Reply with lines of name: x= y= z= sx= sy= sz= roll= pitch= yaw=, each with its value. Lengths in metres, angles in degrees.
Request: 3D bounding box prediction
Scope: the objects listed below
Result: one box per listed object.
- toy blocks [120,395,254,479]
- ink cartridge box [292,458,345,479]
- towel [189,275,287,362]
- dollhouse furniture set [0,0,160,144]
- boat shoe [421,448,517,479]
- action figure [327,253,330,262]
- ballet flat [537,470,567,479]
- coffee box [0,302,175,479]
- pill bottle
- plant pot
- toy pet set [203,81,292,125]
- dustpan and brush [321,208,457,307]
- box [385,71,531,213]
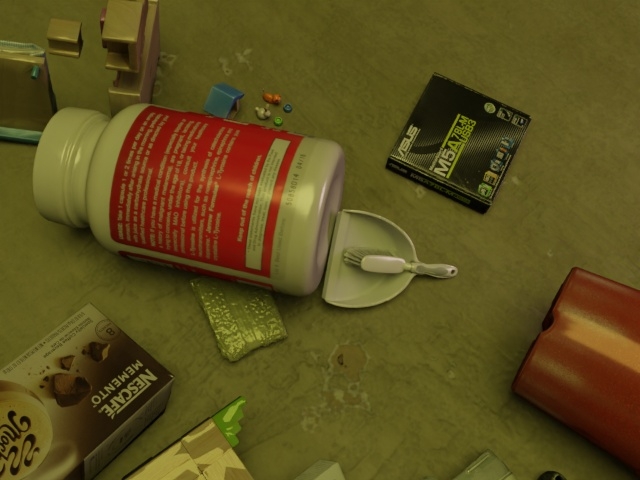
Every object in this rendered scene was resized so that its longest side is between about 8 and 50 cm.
toy blocks: x=-0.185 y=0.417 z=1.027 sx=0.381 sy=0.191 sz=0.260 roll=-35 pitch=86 yaw=-15
ink cartridge box: x=-0.025 y=0.425 z=0.998 sx=0.224 sy=0.045 sz=0.223 roll=-29 pitch=101 yaw=-36
towel: x=-0.122 y=0.101 z=1.218 sx=0.110 sy=0.027 sz=0.148 roll=-23 pitch=71 yaw=-13
dollhouse furniture set: x=-0.411 y=-0.303 z=1.224 sx=0.304 sy=0.286 sz=0.198 roll=6 pitch=62 yaw=-7
boat shoe: x=0.165 y=0.362 z=1.108 sx=0.228 sy=0.079 sz=0.081 roll=-24 pitch=63 yaw=-24
action figure: x=0.000 y=0.000 z=1.265 sx=0.038 sy=0.030 sz=0.115 roll=-38 pitch=75 yaw=-12
ballet flat: x=0.342 y=0.406 z=1.117 sx=0.058 sy=0.049 sz=0.173 roll=-16 pitch=70 yaw=-9
coffee box: x=-0.354 y=0.242 z=1.045 sx=0.168 sy=0.118 sz=0.297 roll=39 pitch=49 yaw=12
pill bottle: x=-0.184 y=-0.069 z=1.164 sx=0.408 sy=0.229 sz=0.228 roll=12 pitch=68 yaw=7
plant pot: x=0.426 y=0.180 z=1.113 sx=0.265 sy=0.272 sz=0.272 roll=28 pitch=69 yaw=15
toy pet set: x=-0.123 y=-0.216 z=1.322 sx=0.114 sy=0.065 sz=0.122 roll=29 pitch=69 yaw=7
dustpan and brush: x=0.116 y=0.036 z=1.233 sx=0.211 sy=0.060 sz=0.147 roll=5 pitch=99 yaw=-34
box: x=0.230 y=-0.164 z=1.338 sx=0.184 sy=0.045 sz=0.190 roll=28 pitch=69 yaw=5
